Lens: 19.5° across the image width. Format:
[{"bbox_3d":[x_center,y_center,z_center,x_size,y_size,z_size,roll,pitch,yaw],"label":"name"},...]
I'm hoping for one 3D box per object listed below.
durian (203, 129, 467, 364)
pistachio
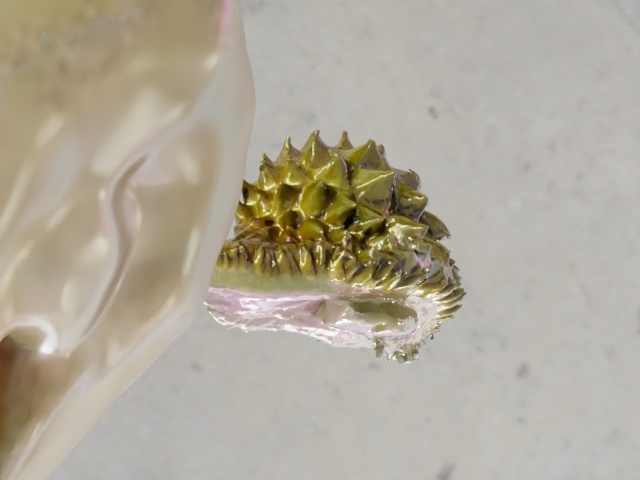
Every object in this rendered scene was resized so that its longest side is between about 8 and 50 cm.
[{"bbox_3d":[0.010,0.004,1.011,0.224,0.078,0.140,-6,85,-54],"label":"durian"},{"bbox_3d":[-0.162,-0.015,0.466,0.230,0.309,0.230,-10,90,-69],"label":"pistachio"}]
